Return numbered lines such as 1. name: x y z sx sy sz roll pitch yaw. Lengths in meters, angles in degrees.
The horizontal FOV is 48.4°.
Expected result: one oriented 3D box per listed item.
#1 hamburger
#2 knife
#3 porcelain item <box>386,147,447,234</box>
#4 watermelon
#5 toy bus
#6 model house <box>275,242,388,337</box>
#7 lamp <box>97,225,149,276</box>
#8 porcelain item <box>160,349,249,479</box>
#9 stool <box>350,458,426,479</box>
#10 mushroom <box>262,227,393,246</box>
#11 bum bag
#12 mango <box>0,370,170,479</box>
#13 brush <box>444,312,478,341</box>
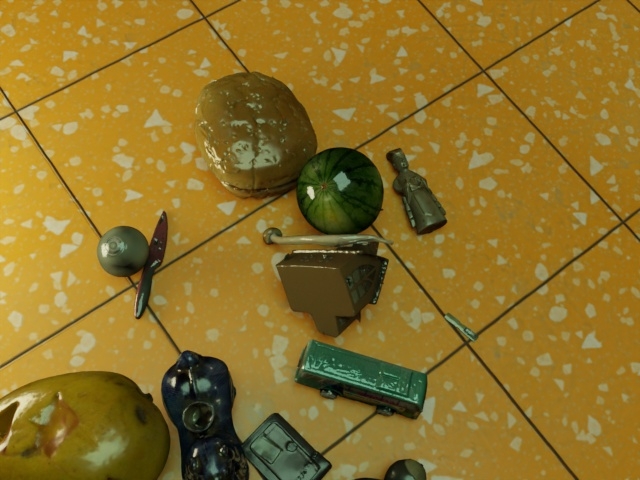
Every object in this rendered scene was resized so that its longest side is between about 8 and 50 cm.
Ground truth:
1. hamburger: -0.144 -0.238 1.565 0.259 0.144 0.283 -25 71 -16
2. knife: -0.350 0.047 1.487 0.035 0.018 0.247 10 66 0
3. porcelain item: 0.209 -0.120 1.605 0.084 0.054 0.213 -18 70 -15
4. watermelon: 0.044 -0.100 1.508 0.188 0.214 0.188 -2 85 19
5. toy bus: 0.083 0.275 1.400 0.261 0.109 0.091 16 61 -1
6. model house: 0.064 0.070 1.477 0.248 0.181 0.176 -36 117 -45
7. lamp: -0.400 0.022 1.444 0.105 0.105 0.105 2 67 -6
8. porcelain item: -0.213 0.337 1.287 0.138 0.186 0.288 -13 66 -7
9. stool: 0.099 0.490 1.292 0.153 0.139 0.228 25 70 2
10. mushroom: -0.001 -0.003 1.444 0.306 0.043 0.068 3 30 36
11. bum bag: -0.068 0.418 1.366 0.159 0.026 0.109 42 69 16
12. mango: -0.449 0.362 1.262 0.364 0.182 0.253 -7 59 3
13. brush: 0.300 0.183 1.512 0.083 0.013 0.016 39 71 11
